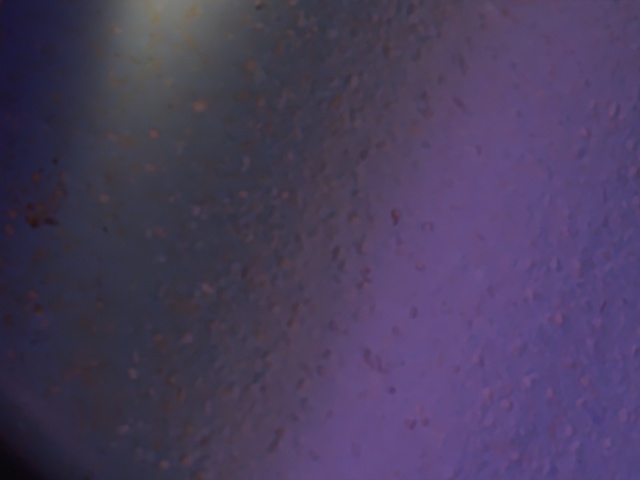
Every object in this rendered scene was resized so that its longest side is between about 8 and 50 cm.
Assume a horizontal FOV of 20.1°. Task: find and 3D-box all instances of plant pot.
[{"bbox_3d":[0.000,0.000,0.495,0.252,0.248,0.247,27,77,-21],"label":"plant pot"}]
